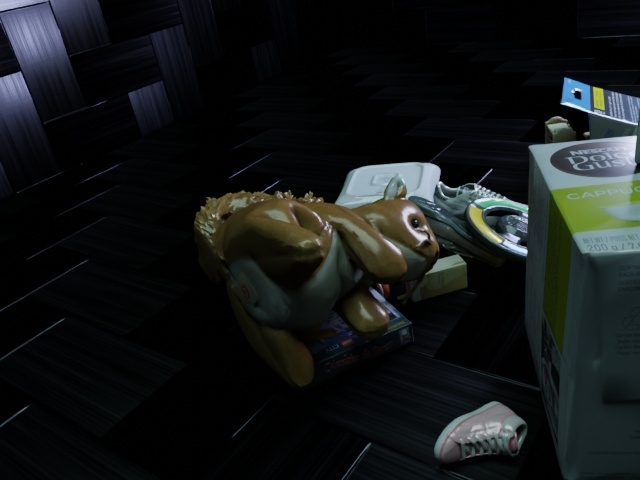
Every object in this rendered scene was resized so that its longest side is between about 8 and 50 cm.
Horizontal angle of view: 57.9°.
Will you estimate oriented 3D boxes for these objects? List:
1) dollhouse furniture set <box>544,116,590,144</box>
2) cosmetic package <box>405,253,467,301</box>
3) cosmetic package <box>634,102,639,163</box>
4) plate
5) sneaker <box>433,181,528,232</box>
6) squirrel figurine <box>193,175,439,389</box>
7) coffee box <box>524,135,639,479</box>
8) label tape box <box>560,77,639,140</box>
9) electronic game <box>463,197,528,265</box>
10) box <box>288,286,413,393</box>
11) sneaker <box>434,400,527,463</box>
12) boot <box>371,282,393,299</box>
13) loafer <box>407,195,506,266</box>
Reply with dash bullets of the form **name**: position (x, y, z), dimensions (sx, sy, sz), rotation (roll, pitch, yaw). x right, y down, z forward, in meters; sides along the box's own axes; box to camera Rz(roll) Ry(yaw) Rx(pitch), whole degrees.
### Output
- **dollhouse furniture set**: position (0.698, -0.260, 1.540), dimensions (0.160, 0.101, 0.182), rotation (-5, 28, 11)
- **cosmetic package**: position (0.225, 0.073, 1.130), dimensions (0.115, 0.060, 0.041), rotation (-16, 29, -6)
- **cosmetic package**: position (0.496, -0.208, 0.654), dimensions (0.224, 0.224, 0.138), rotation (8, 31, 30)
- **plate**: position (0.182, -0.151, 1.585), dimensions (0.277, 0.045, 0.278), rotation (-2, 29, 16)
- **sneaker**: position (0.372, -0.079, 1.328), dimensions (0.234, 0.095, 0.090), rotation (7, 30, 25)
- **squirrel figurine**: position (0.000, 0.000, 1.014), dimensions (0.370, 0.281, 0.397), rotation (-26, 37, -35)
- **coffee box**: position (0.465, 0.067, 0.752), dimensions (0.337, 0.338, 0.334), rotation (-4, 28, 12)
- **label tape box**: position (0.763, -0.290, 1.468), dimensions (0.333, 0.106, 0.241), rotation (19, 36, 14)
- **electronic game**: position (0.404, -0.020, 1.180), dimensions (0.229, 0.048, 0.229), rotation (11, 33, -7)
- **box**: position (0.025, 0.169, 1.037), dimensions (0.233, 0.044, 0.159), rotation (-20, 29, -17)
- **sneaker**: position (0.220, 0.266, 0.775), dimensions (0.134, 0.051, 0.070), rotation (-21, 24, -26)
- **boot**: position (0.136, 0.069, 1.176), dimensions (0.084, 0.059, 0.158), rotation (-4, 27, 2)
- **loafer**: position (0.285, -0.006, 1.253), dimensions (0.096, 0.084, 0.267), rotation (-1, 30, -44)
